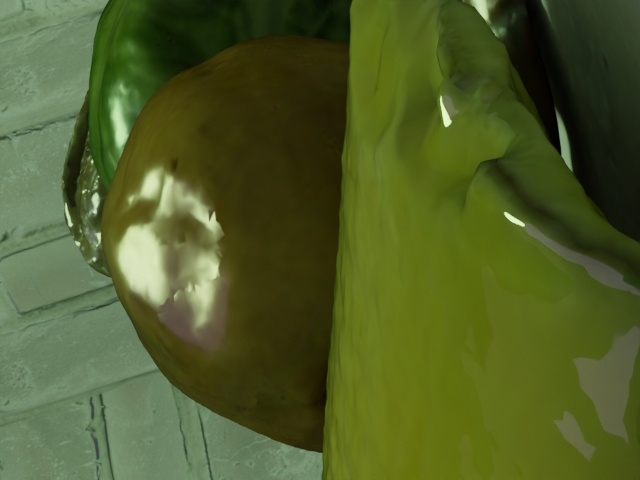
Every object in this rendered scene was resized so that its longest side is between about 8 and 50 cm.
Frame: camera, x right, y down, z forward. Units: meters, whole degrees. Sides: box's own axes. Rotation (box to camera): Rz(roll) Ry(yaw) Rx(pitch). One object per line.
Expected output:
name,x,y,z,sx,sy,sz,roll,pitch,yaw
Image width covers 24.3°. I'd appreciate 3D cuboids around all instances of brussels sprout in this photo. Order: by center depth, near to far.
brussels sprout,-0.041,-0.121,0.971,0.210,0.219,0.271,172,100,-74

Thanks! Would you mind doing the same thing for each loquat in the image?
loquat,0.000,0.000,0.766,0.193,0.238,0.238,-63,19,19

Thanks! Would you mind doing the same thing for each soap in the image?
soap,0.066,0.124,0.521,0.306,0.115,0.427,-118,26,-52

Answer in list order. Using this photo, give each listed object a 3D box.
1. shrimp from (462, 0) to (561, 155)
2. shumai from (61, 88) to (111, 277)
shrimp,0.077,-0.036,0.619,0.133,0.053,0.236,32,138,60
shumai,-0.059,-0.089,1.209,0.267,0.314,0.262,56,163,2
